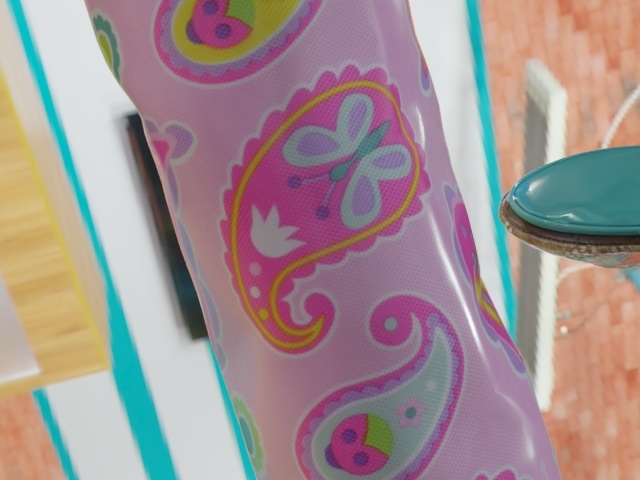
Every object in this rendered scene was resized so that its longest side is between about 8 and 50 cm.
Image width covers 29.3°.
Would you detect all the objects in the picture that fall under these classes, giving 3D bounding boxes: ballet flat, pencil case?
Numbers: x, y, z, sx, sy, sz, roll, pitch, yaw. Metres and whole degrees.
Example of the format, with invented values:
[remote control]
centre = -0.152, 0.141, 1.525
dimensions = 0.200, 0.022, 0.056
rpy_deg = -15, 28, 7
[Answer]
[ballet flat]
centre = 0.188, -0.017, 0.625
dimensions = 0.067, 0.206, 0.073
rpy_deg = 88, -14, -48
[pencil case]
centre = 0.000, 0.000, 0.433
dimensions = 0.124, 0.124, 0.284
rpy_deg = -133, -155, -83
